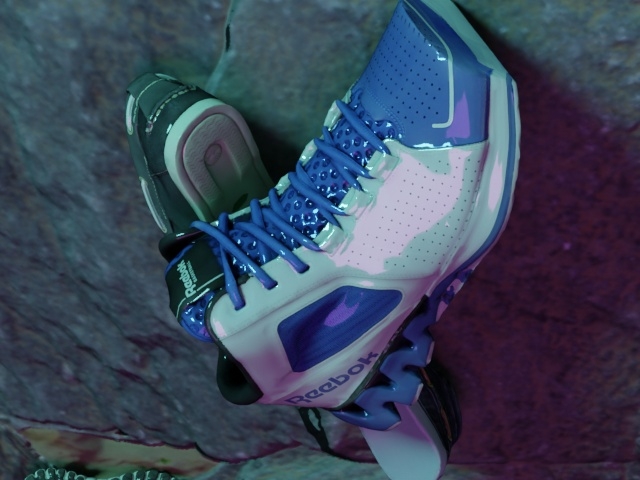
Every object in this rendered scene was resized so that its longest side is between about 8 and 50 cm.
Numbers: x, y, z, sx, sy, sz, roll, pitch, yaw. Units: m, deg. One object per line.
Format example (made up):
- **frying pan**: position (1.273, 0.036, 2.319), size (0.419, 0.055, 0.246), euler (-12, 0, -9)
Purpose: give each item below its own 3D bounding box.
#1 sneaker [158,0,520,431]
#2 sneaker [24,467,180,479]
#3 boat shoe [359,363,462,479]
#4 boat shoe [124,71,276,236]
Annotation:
- **sneaker**: position (0.000, 0.001, 1.213), size (0.182, 0.127, 0.316), euler (-1, 126, -29)
- **sneaker**: position (-0.168, 0.228, 1.560), size (0.162, 0.063, 0.073), euler (10, 150, 2)
- **boat shoe**: position (0.045, 0.093, 1.406), size (0.065, 0.083, 0.183), euler (-23, 100, 23)
- **boat shoe**: position (-0.078, -0.023, 1.312), size (0.079, 0.084, 0.233), euler (28, 151, 33)
